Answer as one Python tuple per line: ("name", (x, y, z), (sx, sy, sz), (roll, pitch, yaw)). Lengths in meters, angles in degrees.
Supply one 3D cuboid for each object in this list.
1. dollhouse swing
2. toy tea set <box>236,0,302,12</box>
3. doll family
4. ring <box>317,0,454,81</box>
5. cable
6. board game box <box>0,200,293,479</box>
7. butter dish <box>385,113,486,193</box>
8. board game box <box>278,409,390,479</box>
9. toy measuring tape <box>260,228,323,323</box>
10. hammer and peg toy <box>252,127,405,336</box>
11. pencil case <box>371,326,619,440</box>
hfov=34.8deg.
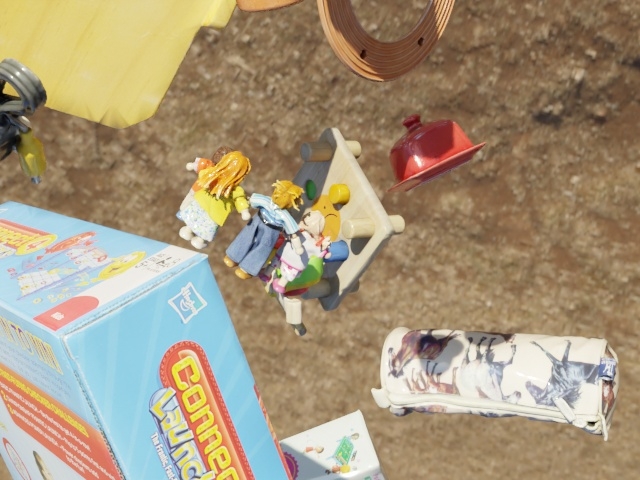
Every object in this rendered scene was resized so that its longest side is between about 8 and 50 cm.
("dollhouse swing", (-0.327, -0.390, 1.426), (0.347, 0.315, 0.305), (15, 132, -36))
("toy tea set", (0.005, -0.306, 0.948), (0.200, 0.336, 0.124), (-7, 111, 8))
("doll family", (-0.106, -0.037, 1.517), (0.263, 0.118, 0.163), (36, 110, 5))
("ring", (0.100, -0.398, 1.474), (0.032, 0.336, 0.336), (17, 145, 38))
("cable", (-0.373, -0.165, 1.215), (0.139, 0.072, 0.287), (48, 151, 1))
("board game box", (-0.129, 0.139, 0.656), (0.308, 0.086, 0.301), (13, 126, 54))
("butter dish", (0.181, -0.164, 1.779), (0.118, 0.160, 0.160), (65, 166, 2))
("board game box", (-0.049, 0.383, 1.447), (0.304, 0.097, 0.224), (-21, 140, 0))
("toy measuring tape", (-0.036, 0.056, 1.714), (0.121, 0.121, 0.330), (44, -177, -23))
("hammer and peg toy", (0.000, 0.000, 1.933), (0.127, 0.266, 0.361), (-6, 144, -36))
("pencil case", (0.306, 0.243, 1.776), (0.411, 0.183, 0.159), (2, 115, 19))
